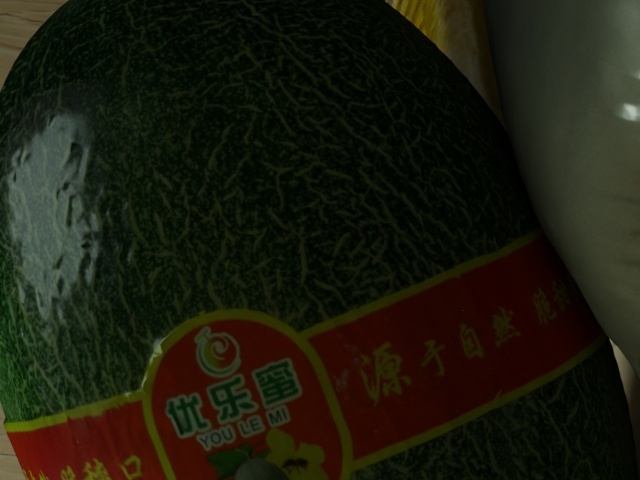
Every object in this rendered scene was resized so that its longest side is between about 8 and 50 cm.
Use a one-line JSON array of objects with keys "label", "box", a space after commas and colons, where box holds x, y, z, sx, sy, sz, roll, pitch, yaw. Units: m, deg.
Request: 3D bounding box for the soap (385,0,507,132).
[{"label": "soap", "box": [0.065, -0.055, 0.679, 0.232, 0.073, 0.140, -88, 13, -53]}]

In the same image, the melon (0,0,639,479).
[{"label": "melon", "box": [-0.009, 0.031, 0.503, 0.288, 0.182, 0.182, 64, 173, 0]}]

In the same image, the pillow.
[{"label": "pillow", "box": [0.090, -0.101, 0.469, 0.144, 0.078, 0.254, 101, 173, -47]}]
